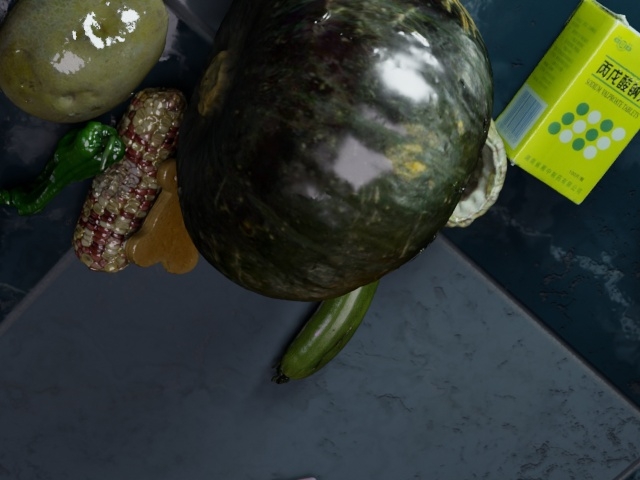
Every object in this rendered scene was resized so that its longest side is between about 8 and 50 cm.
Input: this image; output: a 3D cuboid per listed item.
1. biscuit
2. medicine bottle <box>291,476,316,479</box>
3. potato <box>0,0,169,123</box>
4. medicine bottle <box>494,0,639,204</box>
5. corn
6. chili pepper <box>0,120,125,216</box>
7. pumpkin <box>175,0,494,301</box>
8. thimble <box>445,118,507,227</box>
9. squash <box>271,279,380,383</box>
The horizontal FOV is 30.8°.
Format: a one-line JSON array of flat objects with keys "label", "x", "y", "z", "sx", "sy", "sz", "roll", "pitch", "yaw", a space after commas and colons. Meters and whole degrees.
[{"label": "biscuit", "x": -0.185, "y": -0.066, "z": 1.628, "sx": 0.158, "sy": 0.035, "sz": 0.240, "roll": 28, "pitch": 89, "yaw": -59}, {"label": "medicine bottle", "x": -0.042, "y": 0.500, "z": 1.943, "sx": 0.119, "sy": 0.094, "sz": 0.188, "roll": -12, "pitch": 117, "yaw": -5}, {"label": "potato", "x": -0.307, "y": -0.253, "z": 1.496, "sx": 0.235, "sy": 0.160, "sz": 0.177, "roll": -22, "pitch": 135, "yaw": -9}, {"label": "medicine bottle", "x": 0.368, "y": -0.198, "z": 1.635, "sx": 0.137, "sy": 0.141, "sz": 0.250, "roll": 30, "pitch": 108, "yaw": -19}, {"label": "corn", "x": -0.263, "y": -0.087, "z": 1.611, "sx": 0.098, "sy": 0.098, "sz": 0.289, "roll": 18, "pitch": 113, "yaw": -17}, {"label": "chili pepper", "x": -0.343, "y": -0.095, "z": 1.562, "sx": 0.257, "sy": 0.100, "sz": 0.074, "roll": -31, "pitch": 98, "yaw": 39}, {"label": "pumpkin", "x": 0.015, "y": -0.136, "z": 1.435, "sx": 0.344, "sy": 0.454, "sz": 0.454, "roll": 22, "pitch": 111, "yaw": -23}, {"label": "thimble", "x": 0.185, "y": -0.127, "z": 1.638, "sx": 0.137, "sy": 0.143, "sz": 0.190, "roll": 10, "pitch": 114, "yaw": -13}, {"label": "squash", "x": 0.024, "y": 0.110, "z": 1.771, "sx": 0.080, "sy": 0.071, "sz": 0.318, "roll": 24, "pitch": 110, "yaw": -18}]
